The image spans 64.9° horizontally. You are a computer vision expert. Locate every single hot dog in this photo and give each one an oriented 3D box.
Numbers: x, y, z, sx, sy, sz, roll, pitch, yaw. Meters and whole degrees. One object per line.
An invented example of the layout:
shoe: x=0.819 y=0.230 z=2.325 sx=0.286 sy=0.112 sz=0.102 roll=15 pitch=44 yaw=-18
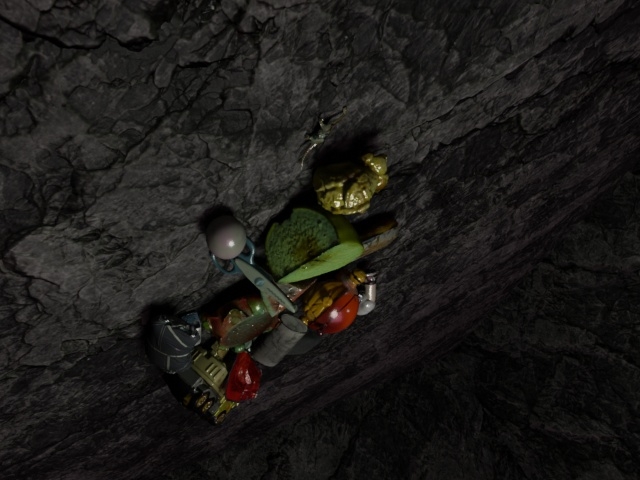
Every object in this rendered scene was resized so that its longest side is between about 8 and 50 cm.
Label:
hot dog: x=0.147 y=0.003 z=1.679 sx=0.270 sy=0.082 sz=0.163 roll=-24 pitch=165 yaw=-28

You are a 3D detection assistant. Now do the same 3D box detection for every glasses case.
glasses case: x=-0.129 y=0.416 z=2.095 sx=0.131 sy=0.074 sz=0.323 roll=-41 pitch=150 yaw=21
glasses case: x=-0.152 y=0.370 z=1.840 sx=0.114 sy=0.060 sz=0.299 roll=31 pitch=135 yaw=-7

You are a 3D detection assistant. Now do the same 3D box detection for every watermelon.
watermelon: x=-0.121 y=0.125 z=1.573 sx=0.128 sy=0.146 sz=0.231 roll=-44 pitch=175 yaw=29

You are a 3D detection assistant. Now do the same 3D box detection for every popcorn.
popcorn: x=0.080 y=-0.152 z=1.321 sx=0.195 sy=0.174 sz=0.168 roll=-44 pitch=-161 yaw=-30

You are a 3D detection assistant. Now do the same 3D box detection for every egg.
egg: x=-0.242 y=-0.007 z=1.289 sx=0.103 sy=0.103 sz=0.135 roll=-20 pitch=154 yaw=-18

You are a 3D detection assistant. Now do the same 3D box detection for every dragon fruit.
dragon fruit: x=-0.249 y=0.256 z=1.663 sx=0.268 sy=0.130 sz=0.295 roll=-5 pitch=143 yaw=-44

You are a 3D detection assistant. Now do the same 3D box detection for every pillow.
pillow: x=-0.464 y=0.325 z=1.565 sx=0.335 sy=0.161 sz=0.093 roll=-59 pitch=-177 yaw=48

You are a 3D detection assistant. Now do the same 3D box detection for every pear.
pear: x=0.000 y=0.000 z=1.460 sx=0.292 sy=0.160 sz=0.292 roll=-18 pitch=161 yaw=-6

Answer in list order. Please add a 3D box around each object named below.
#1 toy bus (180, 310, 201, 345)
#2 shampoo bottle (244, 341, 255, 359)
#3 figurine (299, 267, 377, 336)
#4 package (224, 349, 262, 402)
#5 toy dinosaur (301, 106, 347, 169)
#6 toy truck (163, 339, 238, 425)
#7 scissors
toy bus: x=-0.418 y=0.290 z=1.627 sx=0.060 sy=0.075 sz=0.123 roll=-15 pitch=148 yaw=-25
shampoo bottle: x=-0.290 y=0.439 z=1.993 sx=0.065 sy=0.065 sz=0.205 roll=-17 pitch=149 yaw=-22
figurine: x=0.062 y=0.228 z=1.846 sx=0.323 sy=0.196 sz=0.320 roll=-15 pitch=156 yaw=-45
package: x=-0.282 y=0.528 z=1.918 sx=0.071 sy=0.194 sz=0.269 roll=-1 pitch=154 yaw=9
toy dinosaur: x=-0.005 y=-0.248 z=1.194 sx=0.180 sy=0.037 sz=0.058 roll=-43 pitch=144 yaw=20
toy truck: x=-0.419 y=0.535 z=1.906 sx=0.254 sy=0.180 sz=0.405 roll=-45 pitch=155 yaw=-22
scissors: x=-0.171 y=0.100 z=1.395 sx=0.138 sy=0.289 sz=0.041 roll=-43 pitch=-170 yaw=21
